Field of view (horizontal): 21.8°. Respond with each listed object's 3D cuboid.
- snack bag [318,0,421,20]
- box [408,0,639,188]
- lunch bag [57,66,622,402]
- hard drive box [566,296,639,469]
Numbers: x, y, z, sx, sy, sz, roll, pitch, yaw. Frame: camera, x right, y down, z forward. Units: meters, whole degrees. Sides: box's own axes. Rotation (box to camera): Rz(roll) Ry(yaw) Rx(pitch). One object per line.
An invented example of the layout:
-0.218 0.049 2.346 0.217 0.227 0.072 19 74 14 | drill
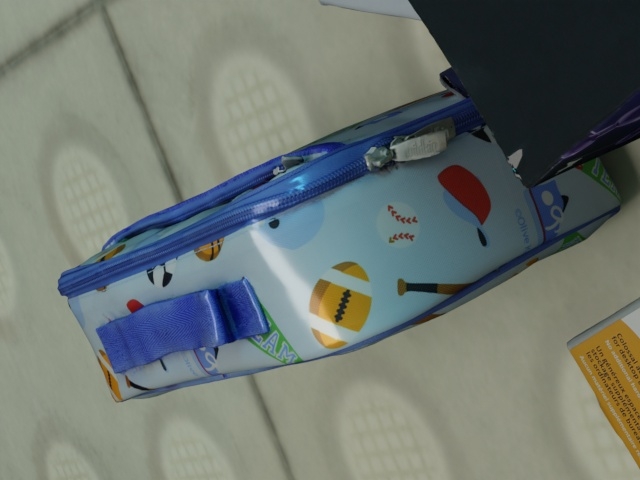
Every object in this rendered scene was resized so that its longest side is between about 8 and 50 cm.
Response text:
0.092 -0.265 0.815 0.323 0.037 0.342 16 119 48 | snack bag
0.181 -0.135 0.569 0.103 0.261 0.184 61 146 8 | box
0.000 0.000 0.908 0.303 0.243 0.115 -22 92 57 | lunch bag
0.246 0.067 0.752 0.181 0.089 0.232 60 145 10 | hard drive box
